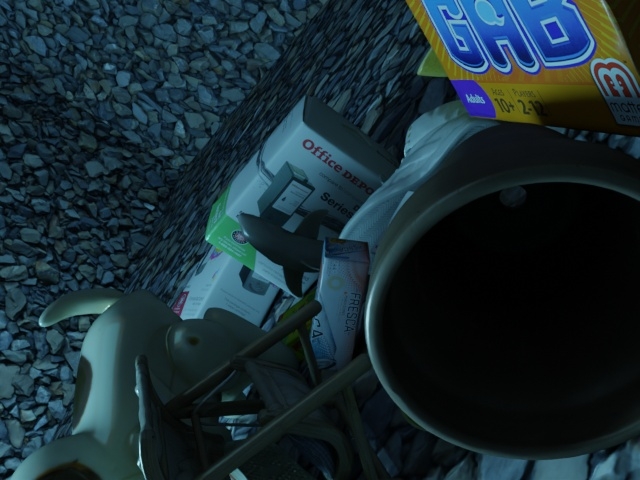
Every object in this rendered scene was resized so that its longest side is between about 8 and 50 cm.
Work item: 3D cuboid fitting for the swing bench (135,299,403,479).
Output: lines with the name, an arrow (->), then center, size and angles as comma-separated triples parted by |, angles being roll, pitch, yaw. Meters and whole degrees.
swing bench -> -0.074, 0.206, 0.940 | 0.254, 0.165, 0.253 | -18, 15, -9

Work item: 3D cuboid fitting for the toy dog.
toy dog -> -0.270, 0.279, 1.158 | 0.284, 0.395, 0.408 | -33, 22, 47

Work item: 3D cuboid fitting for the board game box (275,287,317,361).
board game box -> -0.012, 0.128, 1.302 | 0.181, 0.043, 0.092 | -40, 24, 43

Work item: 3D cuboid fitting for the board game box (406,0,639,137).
board game box -> 0.262, -0.342, 0.716 | 0.356, 0.356, 0.356 | -35, 17, -5

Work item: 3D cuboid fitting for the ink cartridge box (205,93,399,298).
ink cartridge box -> -0.031, -0.072, 1.422 | 0.289, 0.211, 0.121 | -48, 19, 27

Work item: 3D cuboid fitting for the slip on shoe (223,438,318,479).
slip on shoe -> -0.049, 0.336, 0.964 | 0.331, 0.123, 0.101 | -159, 70, -67

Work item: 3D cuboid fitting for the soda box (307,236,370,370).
soda box -> 0.023, 0.089, 1.120 | 0.058, 0.063, 0.183 | -90, 7, -62

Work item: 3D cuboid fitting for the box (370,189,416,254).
box -> 0.138, 0.001, 1.056 | 0.101, 0.087, 0.102 | -58, 17, -3

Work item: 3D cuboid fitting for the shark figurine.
shark figurine -> 0.027, 0.010, 1.276 | 0.278, 0.166, 0.116 | -14, 17, -4

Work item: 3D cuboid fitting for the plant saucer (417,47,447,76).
plant saucer -> 0.293, -0.362, 1.105 | 0.333, 0.081, 0.333 | -55, -8, 31

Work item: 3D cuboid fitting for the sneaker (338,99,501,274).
sneaker -> 0.139, -0.081, 1.191 | 0.292, 0.108, 0.169 | -41, 20, 14

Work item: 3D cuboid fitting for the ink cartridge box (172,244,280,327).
ink cartridge box -> -0.164, 0.064, 1.673 | 0.306, 0.131, 0.226 | -63, 19, -15

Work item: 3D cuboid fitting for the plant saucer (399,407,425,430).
plant saucer -> 0.172, 0.101, 0.877 | 0.241, 0.037, 0.241 | -49, 20, 24

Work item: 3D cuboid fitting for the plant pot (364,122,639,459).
plant pot -> 0.173, 0.012, 0.692 | 0.263, 0.263, 0.229 | -48, 14, 26
